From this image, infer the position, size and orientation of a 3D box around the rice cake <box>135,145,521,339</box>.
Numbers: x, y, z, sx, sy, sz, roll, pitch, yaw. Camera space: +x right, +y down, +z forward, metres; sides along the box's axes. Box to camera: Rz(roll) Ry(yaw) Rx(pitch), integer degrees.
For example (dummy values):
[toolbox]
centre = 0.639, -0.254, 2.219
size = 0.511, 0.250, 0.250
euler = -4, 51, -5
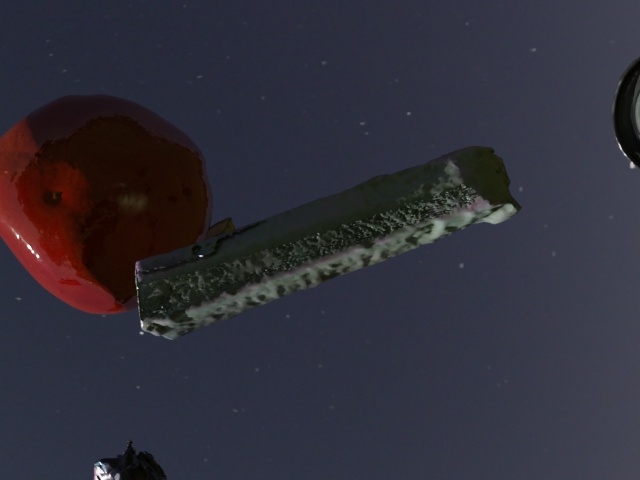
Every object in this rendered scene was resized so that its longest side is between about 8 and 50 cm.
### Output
[rice cake]
centre = 0.000, 0.000, 0.370
size = 0.034, 0.211, 0.043
euler = 54, -162, -65

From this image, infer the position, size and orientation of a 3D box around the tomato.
[tomato]
centre = -0.253, -0.048, 0.779
size = 0.180, 0.260, 0.259
euler = -40, -52, -82

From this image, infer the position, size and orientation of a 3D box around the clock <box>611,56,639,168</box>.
[clock]
centre = 0.464, -0.163, 0.859
size = 0.040, 0.185, 0.184
euler = -18, -75, -53

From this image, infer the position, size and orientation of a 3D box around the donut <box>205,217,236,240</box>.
[donut]
centre = -0.136, 0.011, 0.917
size = 0.067, 0.083, 0.037
euler = -27, -62, -7

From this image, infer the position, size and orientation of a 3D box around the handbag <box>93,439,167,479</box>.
[handbag]
centre = -0.269, 0.421, 1.014
size = 0.113, 0.162, 0.260
euler = -19, -45, -33
